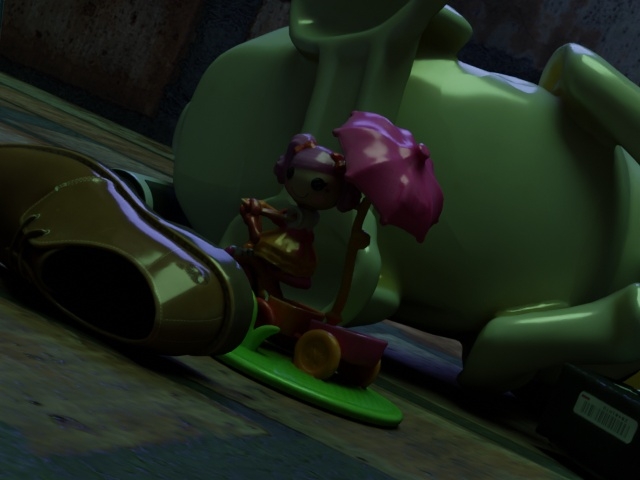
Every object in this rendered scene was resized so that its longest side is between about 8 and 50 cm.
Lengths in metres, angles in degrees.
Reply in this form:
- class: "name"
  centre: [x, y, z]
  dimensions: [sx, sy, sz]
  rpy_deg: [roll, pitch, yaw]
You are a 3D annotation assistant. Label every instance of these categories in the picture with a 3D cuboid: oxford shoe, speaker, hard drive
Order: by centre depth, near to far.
- class: "oxford shoe"
  centre: [-0.135, -0.001, 0.927]
  dimensions: [0.212, 0.076, 0.076]
  rpy_deg: [24, 16, 34]
- class: "hard drive"
  centre: [0.335, 0.187, 1.169]
  dimensions: [0.339, 0.064, 0.237]
  rpy_deg: [20, 5, -29]
- class: "speaker"
  centre: [-0.129, -0.021, 1.357]
  dimensions: [0.055, 0.055, 0.136]
  rpy_deg: [25, 3, 20]

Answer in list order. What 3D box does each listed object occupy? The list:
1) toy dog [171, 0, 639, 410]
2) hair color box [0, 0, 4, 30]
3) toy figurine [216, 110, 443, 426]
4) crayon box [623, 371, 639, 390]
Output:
- class: "toy dog"
  centre: [0.113, -0.002, 1.332]
  dimensions: [0.408, 0.284, 0.395]
  rpy_deg: [22, -20, -32]
- class: "hair color box"
  centre: [-0.330, -0.155, 0.918]
  dimensions: [0.347, 0.174, 0.105]
  rpy_deg: [24, 32, 20]
- class: "toy figurine"
  centre: [0.000, 0.000, 1.029]
  dimensions: [0.173, 0.159, 0.130]
  rpy_deg: [25, 4, 33]
- class: "crayon box"
  centre: [0.377, 0.158, 1.715]
  dimensions: [0.203, 0.083, 0.323]
  rpy_deg: [24, 4, 18]
